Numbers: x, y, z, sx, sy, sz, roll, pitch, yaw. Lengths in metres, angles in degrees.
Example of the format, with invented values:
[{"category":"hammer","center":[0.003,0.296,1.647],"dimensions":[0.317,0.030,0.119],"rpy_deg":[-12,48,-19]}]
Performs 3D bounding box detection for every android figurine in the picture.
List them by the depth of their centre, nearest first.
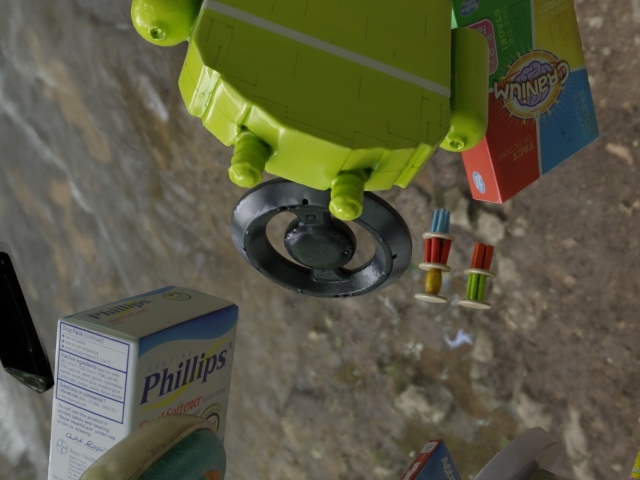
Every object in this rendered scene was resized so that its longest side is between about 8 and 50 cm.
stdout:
[{"category":"android figurine","center":[0.002,-0.131,0.586],"dimensions":[0.248,0.273,0.056],"rpy_deg":[16,142,-13]}]

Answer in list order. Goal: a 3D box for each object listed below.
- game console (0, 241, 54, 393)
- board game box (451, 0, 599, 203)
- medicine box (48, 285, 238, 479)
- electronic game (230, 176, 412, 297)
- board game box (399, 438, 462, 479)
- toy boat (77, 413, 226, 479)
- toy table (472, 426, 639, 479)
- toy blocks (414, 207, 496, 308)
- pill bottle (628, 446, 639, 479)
[{"category":"game console","center":[-0.329,-0.036,0.840],"dimensions":[0.213,0.044,0.361],"rpy_deg":[8,117,70]},{"category":"board game box","center":[0.296,-0.251,1.338],"dimensions":[0.064,0.242,0.317],"rpy_deg":[17,133,53]},{"category":"medicine box","center":[-0.270,0.241,1.377],"dimensions":[0.149,0.263,0.289],"rpy_deg":[14,104,25]},{"category":"electronic game","center":[0.000,0.000,1.103],"dimensions":[0.229,0.048,0.229],"rpy_deg":[7,142,6]},{"category":"board game box","center":[0.187,0.437,1.243],"dimensions":[0.027,0.145,0.281],"rpy_deg":[-16,104,41]},{"category":"toy boat","center":[-0.193,0.351,1.000],"dimensions":[0.148,0.267,0.318],"rpy_deg":[26,109,15]},{"category":"toy table","center":[0.237,0.312,0.910],"dimensions":[0.161,0.274,0.252],"rpy_deg":[35,108,26]},{"category":"toy blocks","center":[0.219,0.027,1.403],"dimensions":[0.123,0.148,0.054],"rpy_deg":[7,170,11]},{"category":"pill bottle","center":[0.418,0.277,1.109],"dimensions":[0.043,0.083,0.043],"rpy_deg":[23,164,7]}]
